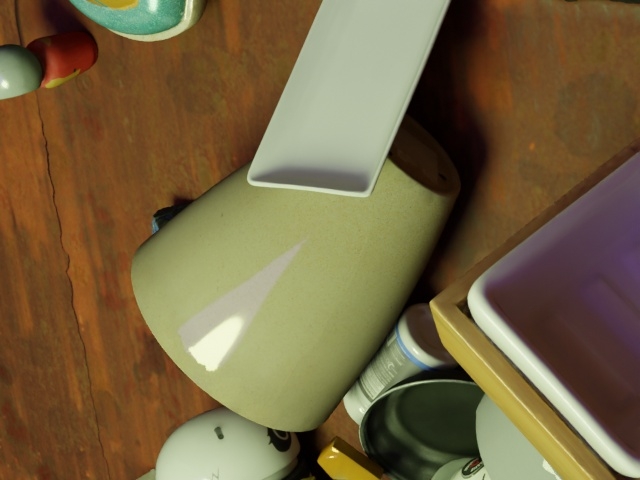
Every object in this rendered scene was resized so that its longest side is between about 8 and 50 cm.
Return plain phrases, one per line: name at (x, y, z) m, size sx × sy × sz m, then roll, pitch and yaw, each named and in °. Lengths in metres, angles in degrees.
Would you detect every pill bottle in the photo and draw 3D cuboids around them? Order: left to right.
pill bottle at (0.083, 0.132, 1.675) m, size 0.078 × 0.078 × 0.137 m, roll 48°, pitch 132°, yaw 13°

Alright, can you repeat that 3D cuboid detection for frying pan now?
frying pan at (0.157, 0.235, 1.671) m, size 0.197 × 0.053 × 0.326 m, roll -6°, pitch 135°, yaw 20°

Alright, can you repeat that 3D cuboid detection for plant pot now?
plant pot at (0.000, 0.000, 1.601) m, size 0.256 × 0.256 × 0.274 m, roll 49°, pitch 115°, yaw 12°

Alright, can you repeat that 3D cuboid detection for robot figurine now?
robot figurine at (-0.077, 0.318, 1.830) m, size 0.209 × 0.173 × 0.278 m, roll -9°, pitch 103°, yaw 38°

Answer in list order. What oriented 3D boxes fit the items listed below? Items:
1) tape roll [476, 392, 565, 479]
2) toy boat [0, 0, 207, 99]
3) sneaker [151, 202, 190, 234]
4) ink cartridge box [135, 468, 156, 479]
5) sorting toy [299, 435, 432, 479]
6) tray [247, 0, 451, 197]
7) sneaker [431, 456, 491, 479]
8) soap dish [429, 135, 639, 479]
tape roll at (0.248, 0.182, 1.464) m, size 0.219 × 0.219 × 0.072 m, roll 49°, pitch 131°, yaw 12°
toy boat at (-0.254, -0.271, 1.730) m, size 0.267 × 0.148 × 0.318 m, roll 46°, pitch 131°, yaw 14°
sneaker at (-0.113, 0.051, 1.805) m, size 0.221 × 0.083 × 0.087 m, roll 49°, pitch 140°, yaw 16°
ink cartridge box at (-0.183, 0.390, 1.940) m, size 0.224 × 0.181 × 0.056 m, roll 39°, pitch 126°, yaw 21°
sorting toy at (0.093, 0.341, 1.693) m, size 0.307 × 0.041 × 0.229 m, roll 36°, pitch 124°, yaw -7°
tray at (0.041, -0.157, 1.509) m, size 0.145 × 0.270 × 0.030 m, roll 8°, pitch 156°, yaw 37°
sneaker at (0.242, 0.341, 1.558) m, size 0.330 × 0.122 × 0.146 m, roll 49°, pitch 153°, yaw -8°
soap dish at (0.257, 0.068, 1.378) m, size 0.229 × 0.291 × 0.118 m, roll 48°, pitch 151°, yaw 12°
